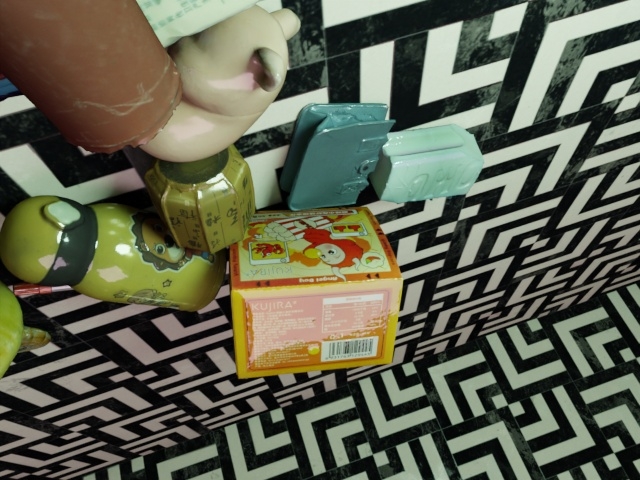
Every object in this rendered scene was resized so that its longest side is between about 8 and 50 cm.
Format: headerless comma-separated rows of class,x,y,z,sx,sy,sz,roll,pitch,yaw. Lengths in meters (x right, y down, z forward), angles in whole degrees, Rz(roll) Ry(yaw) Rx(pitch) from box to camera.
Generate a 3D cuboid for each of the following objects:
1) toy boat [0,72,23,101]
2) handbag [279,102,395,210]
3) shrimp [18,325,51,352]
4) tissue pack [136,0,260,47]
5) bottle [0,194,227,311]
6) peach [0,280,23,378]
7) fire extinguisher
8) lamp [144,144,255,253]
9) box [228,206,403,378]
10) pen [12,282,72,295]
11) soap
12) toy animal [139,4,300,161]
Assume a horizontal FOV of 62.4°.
toy boat,-0.415,-0.161,0.459,0.393,0.136,0.079,7,-177,10
handbag,0.030,-0.146,0.961,0.179,0.062,0.229,-7,149,-23
shrimp,-0.705,0.227,1.141,0.150,0.051,0.217,-31,155,32
tissue pack,-0.188,-0.326,0.351,0.297,0.207,0.380,-23,152,5
bottle,-0.342,0.023,0.892,0.172,0.171,0.351,-38,148,28
peach,-0.633,0.141,0.776,0.315,0.315,0.281,-13,136,-1
fire extinguisher,-0.208,-0.183,0.282,0.148,0.106,0.337,4,155,14
lamp,-0.186,-0.074,0.841,0.162,0.161,0.185,-16,149,-9
box,-0.025,0.080,0.982,0.284,0.259,0.213,-3,124,-9
pen,-0.479,0.085,1.060,0.239,0.028,0.028,-5,148,-28
soap,0.216,-0.149,1.050,0.231,0.091,0.145,-10,150,-16
toy animal,-0.143,-0.194,0.661,0.250,0.166,0.154,-26,144,30
